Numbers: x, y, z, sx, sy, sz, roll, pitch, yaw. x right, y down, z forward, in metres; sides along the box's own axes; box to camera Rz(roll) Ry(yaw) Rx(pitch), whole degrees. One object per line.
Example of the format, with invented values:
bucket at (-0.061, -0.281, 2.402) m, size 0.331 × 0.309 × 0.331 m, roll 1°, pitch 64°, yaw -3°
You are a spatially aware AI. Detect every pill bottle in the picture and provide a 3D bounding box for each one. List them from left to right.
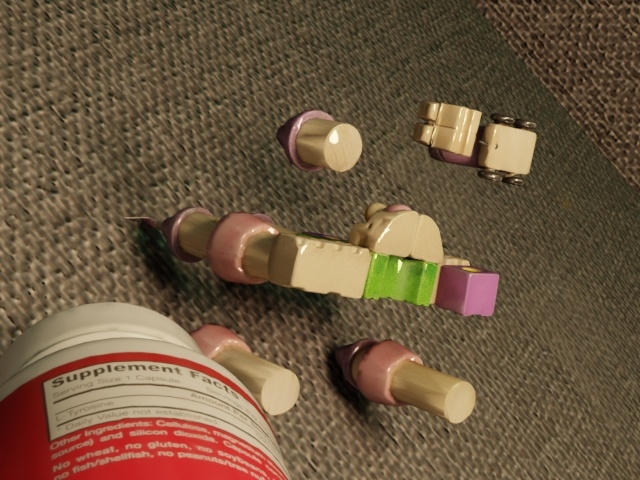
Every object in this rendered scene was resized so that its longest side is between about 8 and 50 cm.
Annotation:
pill bottle at (-0.118, 0.206, 0.877) m, size 0.229 × 0.229 × 0.407 m, roll 33°, pitch 13°, yaw -26°

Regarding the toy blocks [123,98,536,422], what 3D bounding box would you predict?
toy blocks at (0.000, 0.000, 1.339) m, size 0.288 × 0.309 × 0.260 m, roll 9°, pitch 5°, yaw -39°
